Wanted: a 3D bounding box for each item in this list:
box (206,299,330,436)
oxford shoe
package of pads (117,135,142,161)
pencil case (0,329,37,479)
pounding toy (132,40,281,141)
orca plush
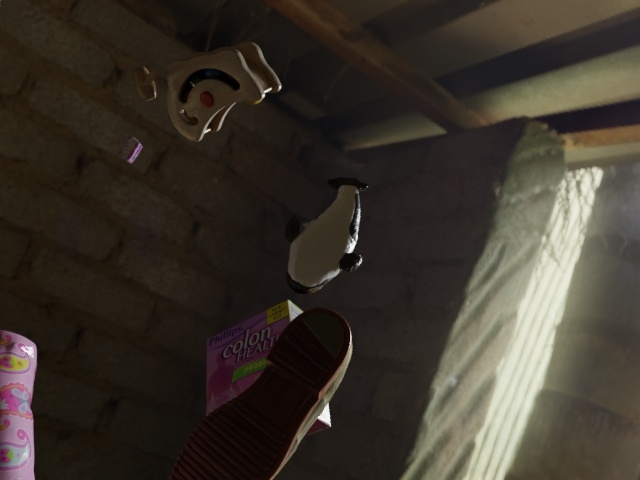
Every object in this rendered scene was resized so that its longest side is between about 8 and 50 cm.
[{"bbox_3d":[-0.110,0.279,1.362,0.214,0.243,0.117,-27,-46,21],"label":"box"},{"bbox_3d":[-0.068,0.257,0.933,0.123,0.348,0.130,38,-12,24],"label":"oxford shoe"},{"bbox_3d":[-0.408,-0.194,1.461,0.032,0.050,0.083,34,-4,-10],"label":"package of pads"},{"bbox_3d":[-0.429,0.255,0.878,0.124,0.284,0.124,-11,-42,-10],"label":"pencil case"},{"bbox_3d":[-0.222,-0.258,1.245,0.270,0.155,0.154,-3,-67,28],"label":"pounding toy"},{"bbox_3d":[0.000,0.000,1.310,0.151,0.287,0.102,15,-37,-8],"label":"orca plush"}]
